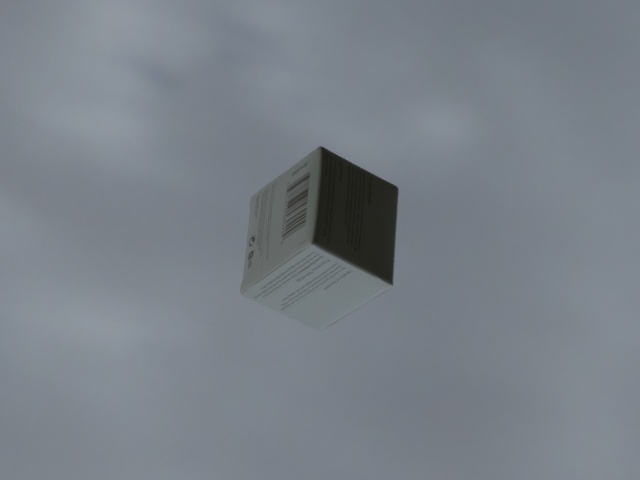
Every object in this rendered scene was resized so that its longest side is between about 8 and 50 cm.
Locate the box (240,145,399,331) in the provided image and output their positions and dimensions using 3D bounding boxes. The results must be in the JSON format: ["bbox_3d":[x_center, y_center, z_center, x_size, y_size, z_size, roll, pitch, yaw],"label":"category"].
[{"bbox_3d":[0.000,0.000,1.610,0.087,0.102,0.101,26,-130,-28],"label":"box"}]
